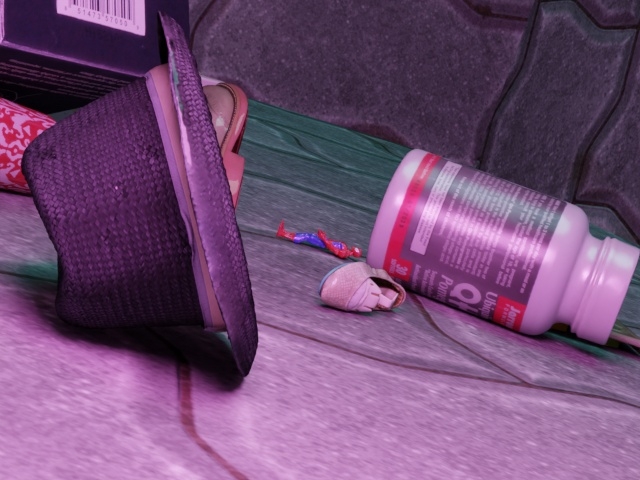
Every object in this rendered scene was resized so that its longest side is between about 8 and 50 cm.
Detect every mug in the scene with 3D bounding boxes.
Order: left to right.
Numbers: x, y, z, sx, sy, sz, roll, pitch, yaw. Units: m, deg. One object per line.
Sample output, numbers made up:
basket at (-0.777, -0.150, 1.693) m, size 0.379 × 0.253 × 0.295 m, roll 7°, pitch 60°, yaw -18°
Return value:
mug at (-0.379, -0.123, 1.572) m, size 0.169 × 0.113 × 0.150 m, roll 15°, pitch 29°, yaw -48°

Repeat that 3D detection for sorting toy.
sorting toy at (0.341, 0.103, 2.025) m, size 0.208 × 0.038 × 0.193 m, roll 23°, pitch 8°, yaw -8°

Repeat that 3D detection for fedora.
fedora at (-0.153, -0.025, 1.176) m, size 0.152 × 0.334 × 0.334 m, roll -13°, pitch 14°, yaw -6°

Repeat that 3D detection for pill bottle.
pill bottle at (0.233, 0.015, 1.847) m, size 0.318 × 0.176 × 0.176 m, roll 21°, pitch 9°, yaw 11°

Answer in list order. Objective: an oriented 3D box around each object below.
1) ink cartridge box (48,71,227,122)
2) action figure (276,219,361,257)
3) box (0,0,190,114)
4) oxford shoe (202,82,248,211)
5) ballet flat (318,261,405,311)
ink cartridge box at (-0.272, -0.179, 1.983) m, size 0.233 × 0.168 × 0.171 m, roll 24°, pitch 9°, yaw 24°
action figure at (0.000, 0.000, 1.935) m, size 0.115 × 0.030 × 0.038 m, roll 21°, pitch 4°, yaw -2°
box at (-0.391, -0.269, 1.677) m, size 0.395 × 0.212 × 0.293 m, roll -7°, pitch -7°, yaw 35°
oxford shoe at (-0.162, -0.113, 1.767) m, size 0.130 × 0.123 × 0.348 m, roll 12°, pitch 26°, yaw -9°
ballet flat at (0.053, 0.055, 1.621) m, size 0.052 × 0.057 × 0.168 m, roll 33°, pitch 13°, yaw 20°
